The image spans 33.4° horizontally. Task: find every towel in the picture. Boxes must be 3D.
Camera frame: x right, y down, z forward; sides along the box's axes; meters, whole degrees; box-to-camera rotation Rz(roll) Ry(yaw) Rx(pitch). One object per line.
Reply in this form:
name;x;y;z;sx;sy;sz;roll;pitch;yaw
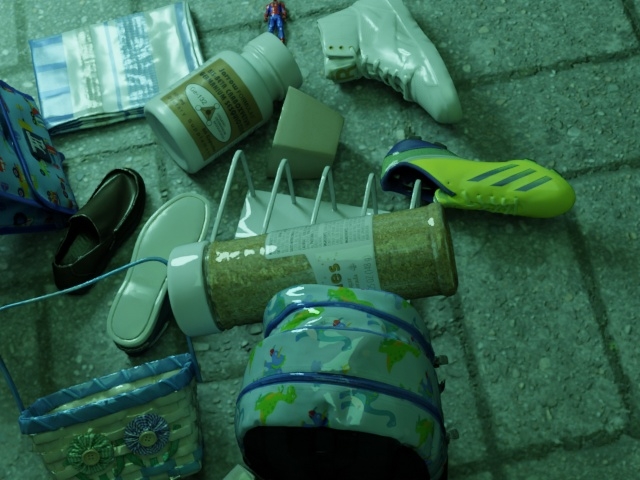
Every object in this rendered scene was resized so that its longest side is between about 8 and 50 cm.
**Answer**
towel;-0.331;-0.286;1.755;0.285;0.034;0.209;-14;63;-3

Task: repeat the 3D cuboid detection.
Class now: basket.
basket;-0.273;0.188;1.400;0.254;0.201;0.289;-20;91;-5

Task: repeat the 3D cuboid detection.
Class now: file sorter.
file sorter;0.000;0.000;1.516;0.277;0.173;0.193;10;66;8

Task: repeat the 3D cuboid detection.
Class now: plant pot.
plant pot;-0.021;-0.153;1.635;0.096;0.109;0.109;16;65;-2

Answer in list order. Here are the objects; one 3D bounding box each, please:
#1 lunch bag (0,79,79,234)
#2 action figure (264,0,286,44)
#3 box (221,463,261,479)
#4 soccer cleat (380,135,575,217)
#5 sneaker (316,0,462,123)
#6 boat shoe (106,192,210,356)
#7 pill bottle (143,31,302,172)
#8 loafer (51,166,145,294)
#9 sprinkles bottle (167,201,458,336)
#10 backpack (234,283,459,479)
lunch bag;-0.476;-0.121;1.562;0.138;0.293;0.221;-32;77;19
action figure;-0.075;-0.367;1.781;0.038;0.030;0.115;-7;62;6
box;-0.191;0.422;1.357;0.324;0.067;0.063;-45;70;-6
soccer cleat;0.225;-0.073;1.568;0.289;0.093;0.121;16;43;18
sneaker;0.096;-0.266;1.683;0.169;0.108;0.292;-24;55;-6
boat shoe;-0.228;0.050;1.559;0.095;0.079;0.255;15;68;9
pill bottle;-0.146;-0.219;1.655;0.229;0.131;0.131;-37;67;-14
loafer;-0.332;-0.023;1.601;0.080;0.078;0.220;18;67;12
sprinkles bottle;-0.010;0.037;1.350;0.355;0.121;0.121;-10;63;9
backpack;0.024;0.200;1.292;0.290;0.355;0.273;9;82;11
